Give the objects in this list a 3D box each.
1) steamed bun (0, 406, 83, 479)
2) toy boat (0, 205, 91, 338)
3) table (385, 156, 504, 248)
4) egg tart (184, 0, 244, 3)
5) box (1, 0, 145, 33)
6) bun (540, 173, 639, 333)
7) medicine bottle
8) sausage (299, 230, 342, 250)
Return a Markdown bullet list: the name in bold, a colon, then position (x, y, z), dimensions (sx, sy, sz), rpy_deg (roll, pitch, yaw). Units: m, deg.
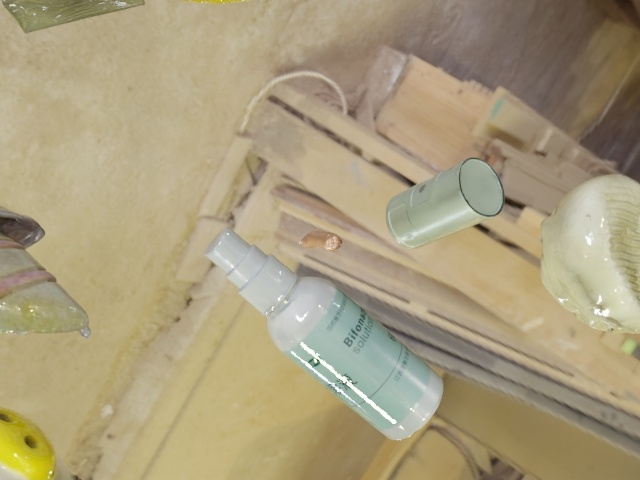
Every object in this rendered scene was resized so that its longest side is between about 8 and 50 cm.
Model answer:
- **steamed bun**: position (-0.463, 0.371, 0.966), dimensions (0.334, 0.374, 0.334), rpy_deg (-44, 161, -20)
- **toy boat**: position (-0.509, 0.036, 1.119), dimensions (0.276, 0.293, 0.111), rpy_deg (0, 120, -39)
- **table**: position (0.248, -0.071, 1.545), dimensions (0.126, 0.126, 0.220), rpy_deg (-31, -178, -38)
- **egg tart**: position (-0.122, -0.364, 1.002), dimensions (0.191, 0.191, 0.074), rpy_deg (-16, 98, -51)
- **box**: position (-0.451, -0.489, 1.359), dimensions (0.231, 0.149, 0.155), rpy_deg (-16, 177, -8)
- **bun**: position (0.372, 0.023, 1.021), dimensions (0.231, 0.133, 0.231), rpy_deg (14, 70, -42)
- **medicine bottle**: position (-0.001, 0.112, 0.981), dimensions (0.110, 0.352, 0.110), rpy_deg (-46, -166, 14)
- **sausage**: position (0.000, 0.000, 1.506), dimensions (0.042, 0.158, 0.036), rpy_deg (-9, 95, -21)
